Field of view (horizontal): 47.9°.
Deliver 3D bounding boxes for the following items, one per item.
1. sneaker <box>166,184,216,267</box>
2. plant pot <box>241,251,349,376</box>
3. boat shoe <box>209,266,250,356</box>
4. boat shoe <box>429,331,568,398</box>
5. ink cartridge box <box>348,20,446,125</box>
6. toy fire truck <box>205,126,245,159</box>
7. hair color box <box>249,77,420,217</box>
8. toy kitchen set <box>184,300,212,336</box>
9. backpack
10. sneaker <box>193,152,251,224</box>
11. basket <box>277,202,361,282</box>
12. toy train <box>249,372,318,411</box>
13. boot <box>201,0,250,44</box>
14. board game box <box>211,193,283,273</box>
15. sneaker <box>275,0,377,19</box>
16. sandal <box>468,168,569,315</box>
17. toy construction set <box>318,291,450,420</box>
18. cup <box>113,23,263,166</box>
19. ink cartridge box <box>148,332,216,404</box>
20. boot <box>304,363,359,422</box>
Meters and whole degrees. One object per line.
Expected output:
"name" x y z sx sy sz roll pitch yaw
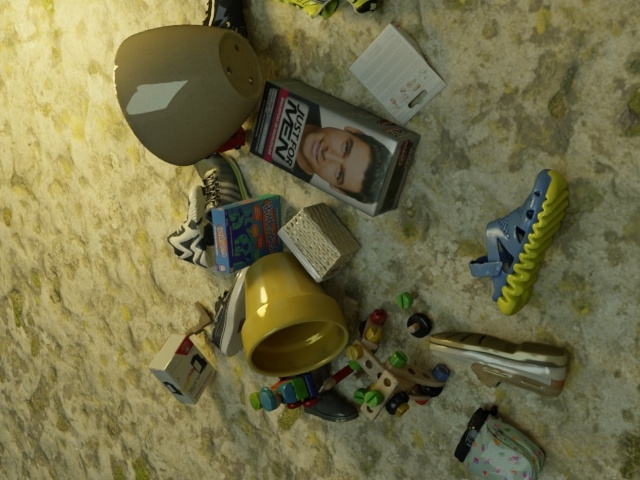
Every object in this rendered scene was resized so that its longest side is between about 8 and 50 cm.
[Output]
"sneaker" -0.374 -0.040 2.017 0.153 0.094 0.235 3 115 27
"plant pot" -0.083 0.169 1.766 0.254 0.254 0.239 -51 45 34
"boat shoe" -0.244 0.182 1.986 0.102 0.108 0.301 33 127 23
"boat shoe" 0.373 0.266 1.551 0.302 0.113 0.103 7 101 33
"ink cartridge box" 0.172 -0.366 1.577 0.179 0.045 0.145 45 126 -5
"toy fire truck" -0.290 -0.280 1.894 0.192 0.047 0.135 -16 50 11
"hair color box" 0.024 -0.222 1.666 0.374 0.113 0.185 29 118 26
"toy kitchen set" -0.371 0.235 2.114 0.075 0.083 0.068 56 168 10
"backpack" 0.398 0.475 1.591 0.182 0.115 0.152 29 116 23
"sneaker" -0.260 -0.117 1.895 0.111 0.121 0.300 -40 78 36
"basket" 0.000 0.000 1.747 0.167 0.113 0.103 50 123 13
"toy train" -0.124 0.405 1.884 0.248 0.143 0.105 -27 79 56
"boot" -0.275 -0.561 1.812 0.236 0.085 0.179 5 101 35
"board game box" -0.179 -0.021 1.809 0.047 0.210 0.160 6 107 35
"sneaker" -0.041 -0.565 1.599 0.384 0.145 0.147 7 107 36
"sandal" 0.393 -0.004 1.459 0.138 0.126 0.318 33 119 29
"toy construction set" 0.115 0.310 1.672 0.308 0.237 0.258 -33 83 38
"cup" -0.273 -0.364 1.668 0.236 0.331 0.331 -16 93 29
"ink cartridge box" -0.397 0.373 2.087 0.072 0.127 0.175 1 136 35
"boot" 0.012 0.356 1.871 0.189 0.076 0.209 3 98 36
